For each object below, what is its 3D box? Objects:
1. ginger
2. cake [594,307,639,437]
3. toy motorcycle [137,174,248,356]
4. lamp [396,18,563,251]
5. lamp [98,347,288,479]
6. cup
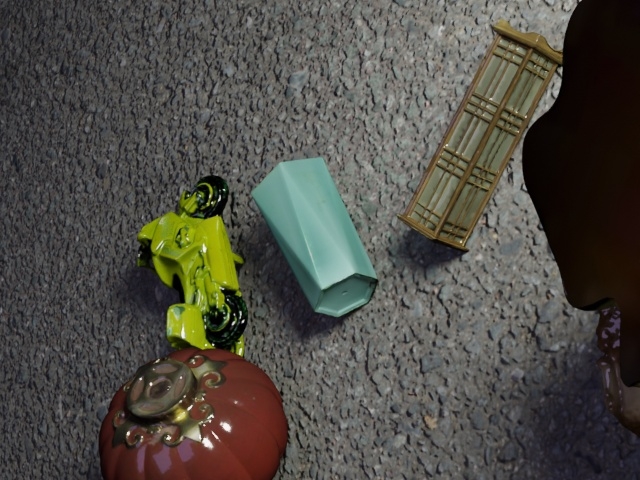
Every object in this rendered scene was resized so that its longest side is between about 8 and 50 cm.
[{"bbox_3d":[0.387,-0.049,1.095,0.413,0.211,0.358,52,125,48],"label":"ginger"},{"bbox_3d":[0.468,0.071,1.263,0.282,0.256,0.290,-15,71,39],"label":"cake"},{"bbox_3d":[-0.225,0.058,2.023,0.206,0.142,0.342,-35,53,33],"label":"toy motorcycle"},{"bbox_3d":[0.233,-0.148,1.676,0.089,0.090,0.325,36,104,44],"label":"lamp"},{"bbox_3d":[-0.200,0.308,1.823,0.303,0.257,0.303,-15,38,13],"label":"lamp"},{"bbox_3d":[0.000,0.000,1.839,0.235,0.148,0.134,62,153,31],"label":"cup"}]
